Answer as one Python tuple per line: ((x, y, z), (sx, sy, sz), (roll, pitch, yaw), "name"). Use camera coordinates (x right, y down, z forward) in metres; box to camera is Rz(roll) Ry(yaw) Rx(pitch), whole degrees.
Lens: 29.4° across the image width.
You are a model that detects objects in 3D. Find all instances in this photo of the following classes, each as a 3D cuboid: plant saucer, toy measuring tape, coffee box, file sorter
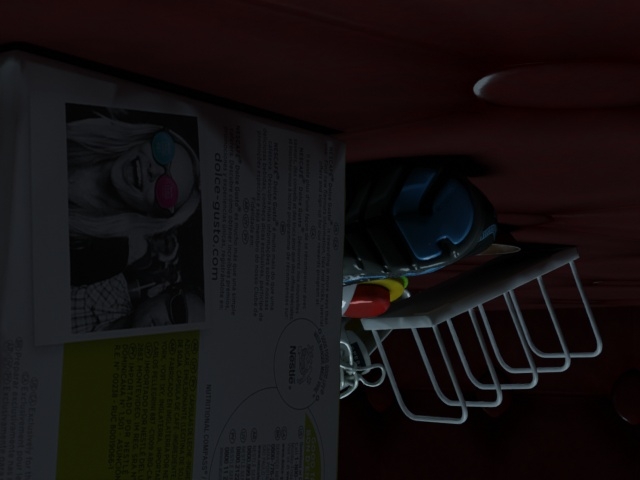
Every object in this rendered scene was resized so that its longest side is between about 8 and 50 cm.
((0.175, -0.001, 1.579), (0.168, 0.029, 0.168), (0, 174, 0), "plant saucer")
((0.040, 0.061, 1.564), (0.121, 0.121, 0.330), (2, 157, -11), "toy measuring tape")
((-0.209, 0.079, 0.901), (0.337, 0.338, 0.334), (-3, 173, 37), "coffee box")
((0.243, 0.140, 1.798), (0.277, 0.173, 0.193), (-22, -176, -27), "file sorter")

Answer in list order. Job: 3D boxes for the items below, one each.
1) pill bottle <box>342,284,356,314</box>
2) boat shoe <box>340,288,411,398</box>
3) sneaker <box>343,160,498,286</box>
((-0.061, 0.011, 1.270), (0.193, 0.108, 0.108), (15, 171, -11), "pill bottle")
((0.027, 0.181, 1.897), (0.156, 0.136, 0.367), (14, -141, 36), "boat shoe")
((0.000, 0.000, 1.147), (0.340, 0.125, 0.139), (-1, 174, 23), "sneaker")
